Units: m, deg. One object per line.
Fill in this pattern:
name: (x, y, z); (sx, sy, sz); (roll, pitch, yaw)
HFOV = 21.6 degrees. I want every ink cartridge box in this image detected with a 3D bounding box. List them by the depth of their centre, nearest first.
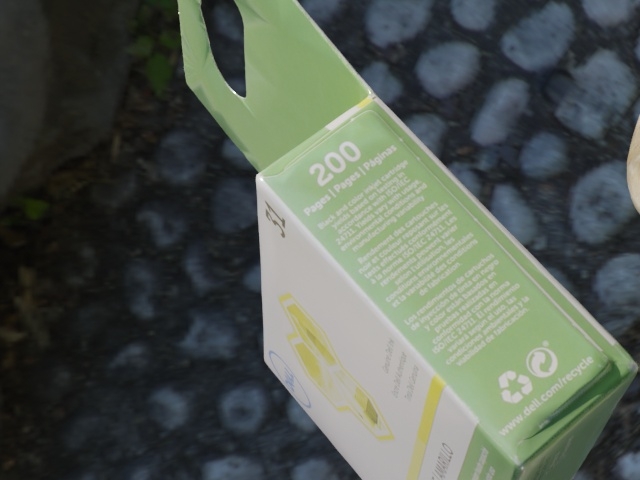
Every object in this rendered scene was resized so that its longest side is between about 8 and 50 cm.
ink cartridge box: (0.000, 0.000, 0.585); (0.056, 0.171, 0.235); (-37, 72, -16)

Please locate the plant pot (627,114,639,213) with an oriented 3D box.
plant pot: (0.311, 0.003, 0.723); (0.305, 0.334, 0.334); (42, 102, -14)
